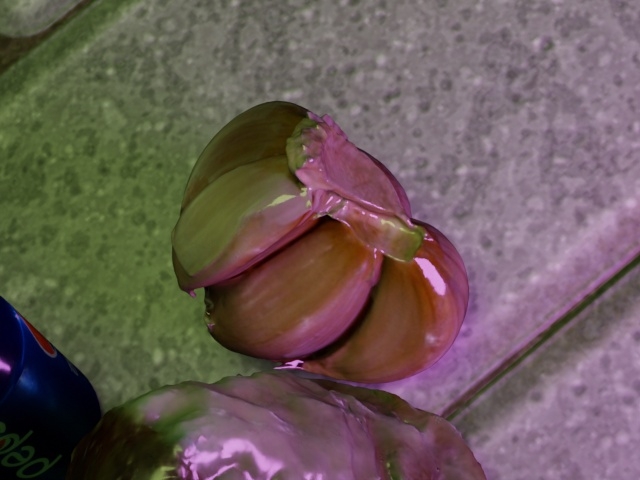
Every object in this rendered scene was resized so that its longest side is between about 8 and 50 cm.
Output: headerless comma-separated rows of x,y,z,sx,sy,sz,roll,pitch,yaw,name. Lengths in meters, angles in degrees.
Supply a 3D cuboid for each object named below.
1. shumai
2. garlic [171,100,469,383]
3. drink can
-0.039,0.208,1.161,0.304,0.263,0.309,-6,66,15,shumai
0.000,0.000,1.303,0.191,0.214,0.160,-40,31,35,garlic
-0.244,0.109,1.291,0.118,0.205,0.118,-5,66,12,drink can
